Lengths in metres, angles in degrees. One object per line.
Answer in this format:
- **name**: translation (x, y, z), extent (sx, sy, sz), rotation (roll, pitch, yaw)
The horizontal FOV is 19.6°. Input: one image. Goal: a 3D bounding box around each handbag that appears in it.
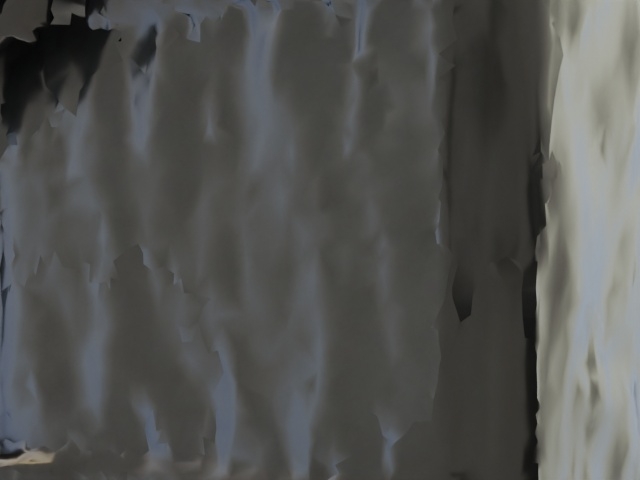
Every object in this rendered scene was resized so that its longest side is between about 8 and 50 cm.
- **handbag**: translation (0.000, 0.000, 0.473), extent (0.181, 0.181, 0.254), rotation (-5, -84, -60)
